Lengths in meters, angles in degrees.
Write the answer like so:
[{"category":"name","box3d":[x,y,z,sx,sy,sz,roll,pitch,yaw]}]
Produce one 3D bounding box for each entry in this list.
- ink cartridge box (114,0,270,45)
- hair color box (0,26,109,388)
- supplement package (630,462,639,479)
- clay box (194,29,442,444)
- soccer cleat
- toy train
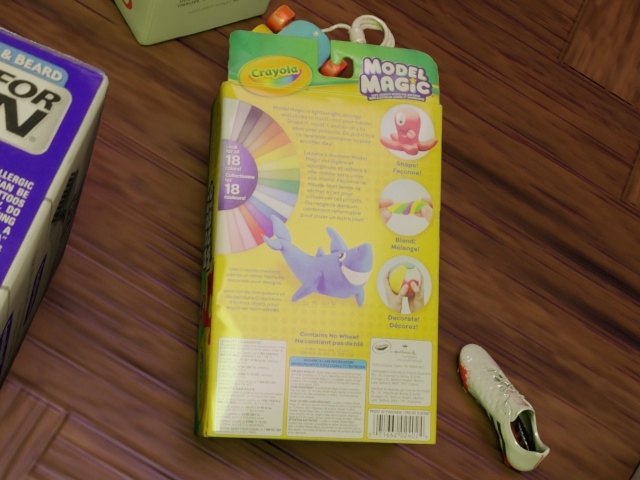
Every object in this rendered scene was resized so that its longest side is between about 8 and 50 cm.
[{"category":"ink cartridge box","box3d":[-0.084,-0.255,0.627,0.100,0.237,0.172,-23,75,-26]},{"category":"hair color box","box3d":[-0.205,0.085,0.440,0.110,0.185,0.339,24,58,-8]},{"category":"supplement package","box3d":[0.273,0.200,0.555,0.203,0.194,0.149,40,59,3]},{"category":"clay box","box3d":[0.000,0.000,0.599,0.127,0.053,0.222,5,79,-13]},{"category":"soccer cleat","box3d":[0.110,0.097,0.639,0.029,0.035,0.083,-15,71,-26]},{"category":"toy train","box3d":[-0.001,-0.067,0.678,0.125,0.046,0.166,8,65,-18]}]
